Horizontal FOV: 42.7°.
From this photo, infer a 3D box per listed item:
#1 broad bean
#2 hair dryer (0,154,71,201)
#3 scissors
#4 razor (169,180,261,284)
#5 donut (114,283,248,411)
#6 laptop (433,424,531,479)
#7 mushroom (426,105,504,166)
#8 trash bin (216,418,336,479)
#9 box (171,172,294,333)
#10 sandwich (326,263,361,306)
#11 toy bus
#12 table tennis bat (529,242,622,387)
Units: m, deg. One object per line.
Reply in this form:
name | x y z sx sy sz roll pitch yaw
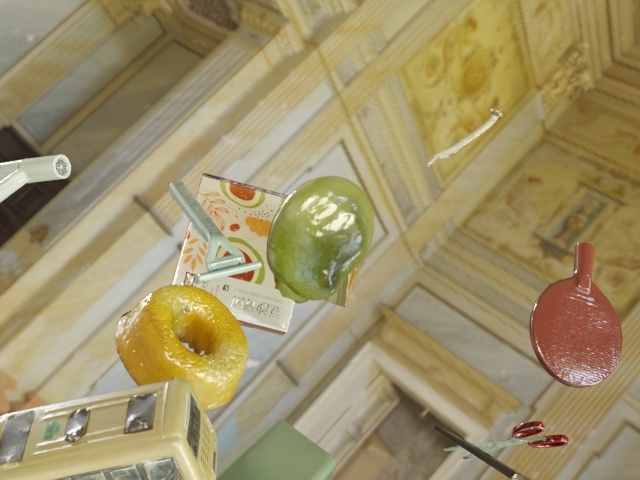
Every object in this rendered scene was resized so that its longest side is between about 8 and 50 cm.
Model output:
broad bean | 0.000 0.000 1.649 0.119 0.238 0.291 50 -39 45
hair dryer | -0.520 -0.077 1.348 0.154 0.183 0.044 -5 -55 29
scissors | 0.383 0.428 1.721 0.247 0.017 0.144 -24 -41 35
razor | -0.207 -0.029 1.429 0.278 0.111 0.056 52 -34 43
donut | -0.259 0.199 1.608 0.277 0.108 0.278 25 32 -17
laptop | 0.329 0.429 1.635 0.197 0.016 0.135 28 -5 38
mushroom | 0.362 -0.255 2.086 0.043 0.306 0.068 37 -29 30
trash bin | -0.144 0.634 2.029 0.223 0.343 0.158 32 -47 19
box | -0.218 0.040 2.335 0.344 0.386 0.122 15 -14 -5
sandwich | 0.042 0.089 2.111 0.079 0.163 0.113 22 6 19
toy bus | -0.360 0.350 1.300 0.177 0.365 0.202 -98 175 -54
table tennis bat | 0.527 0.148 1.668 0.200 0.310 0.038 18 -25 -8
